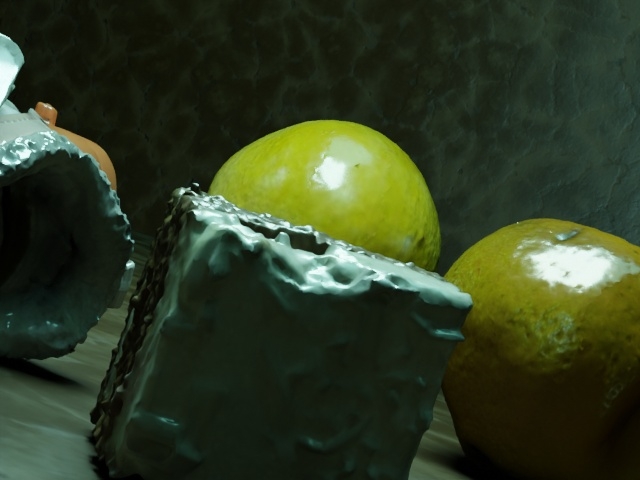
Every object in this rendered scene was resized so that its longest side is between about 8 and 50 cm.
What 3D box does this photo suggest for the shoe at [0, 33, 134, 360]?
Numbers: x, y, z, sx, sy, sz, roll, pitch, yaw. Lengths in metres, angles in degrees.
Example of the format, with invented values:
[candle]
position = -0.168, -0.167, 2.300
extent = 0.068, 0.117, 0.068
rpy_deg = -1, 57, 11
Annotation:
[shoe]
position = -0.249, -0.047, 0.695
extent = 0.198, 0.172, 0.351
rpy_deg = 23, 4, 37

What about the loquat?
[loquat]
position = 0.000, 0.000, 1.476
extent = 0.274, 0.275, 0.275
rpy_deg = 19, 0, 0

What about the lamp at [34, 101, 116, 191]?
[lamp]
position = -0.293, -0.057, 1.315
extent = 0.187, 0.164, 0.187
rpy_deg = 16, 0, 0

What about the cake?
[cake]
position = -0.022, 0.056, 0.583
extent = 0.135, 0.135, 0.147
rpy_deg = 19, 6, -12

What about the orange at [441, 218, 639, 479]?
[orange]
position = 0.181, 0.100, 0.989
extent = 0.249, 0.183, 0.249
rpy_deg = 34, -11, 7
